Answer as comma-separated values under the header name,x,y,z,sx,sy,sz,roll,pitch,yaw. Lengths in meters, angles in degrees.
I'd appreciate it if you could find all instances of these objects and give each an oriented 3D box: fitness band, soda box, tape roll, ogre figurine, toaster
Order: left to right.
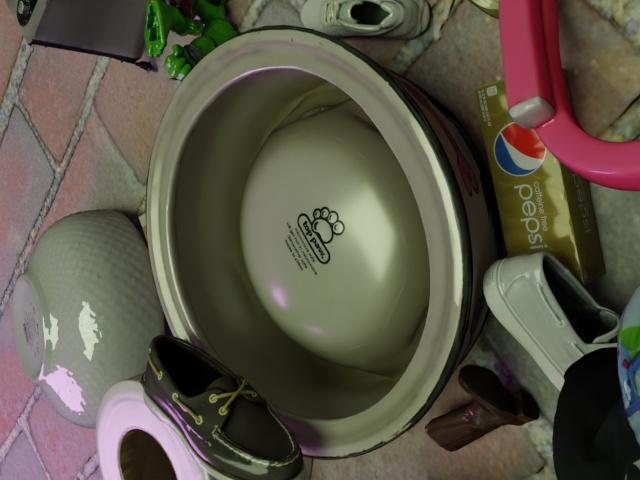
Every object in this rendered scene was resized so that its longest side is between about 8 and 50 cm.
name,x,y,z,sx,sy,sz,roll,pitch,yaw
toaster,-0.313,-0.328,0.856,0.168,0.185,0.110,55,126,28
ogre figurine,-0.166,-0.279,0.767,0.197,0.118,0.097,49,131,24
tape roll,-0.155,0.274,0.841,0.246,0.169,0.246,9,104,39
soda box,0.188,-0.049,0.548,0.061,0.058,0.182,-11,92,41
fitness band,0.220,-0.174,0.422,0.209,0.054,0.291,-21,57,44

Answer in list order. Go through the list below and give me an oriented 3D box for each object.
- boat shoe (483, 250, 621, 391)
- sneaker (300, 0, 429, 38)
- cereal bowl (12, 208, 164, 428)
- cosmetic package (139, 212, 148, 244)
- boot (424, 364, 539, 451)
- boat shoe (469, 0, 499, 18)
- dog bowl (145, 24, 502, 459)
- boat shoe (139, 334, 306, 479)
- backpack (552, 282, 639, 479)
name,x,y,z,sx,sy,sz,roll,pitch,yaw
boat shoe,0.210,0.075,0.510,0.184,0.066,0.063,48,141,-11
sneaker,0.031,-0.231,0.645,0.152,0.061,0.054,16,111,39
cereal bowl,-0.372,0.124,0.978,0.338,0.141,0.339,8,100,49
cosmetic package,-0.211,0.008,0.917,0.060,0.041,0.115,-26,82,41
boot,0.134,0.167,0.624,0.106,0.037,0.114,34,135,-23
boat shoe,0.122,-0.257,0.569,0.152,0.056,0.049,46,121,13
dog bowl,0.000,0.000,0.662,0.407,0.150,0.408,10,105,40
boat shoe,-0.103,0.163,0.631,0.227,0.081,0.069,21,117,39
backpack,0.312,0.034,0.321,0.355,0.290,0.274,-30,69,33
